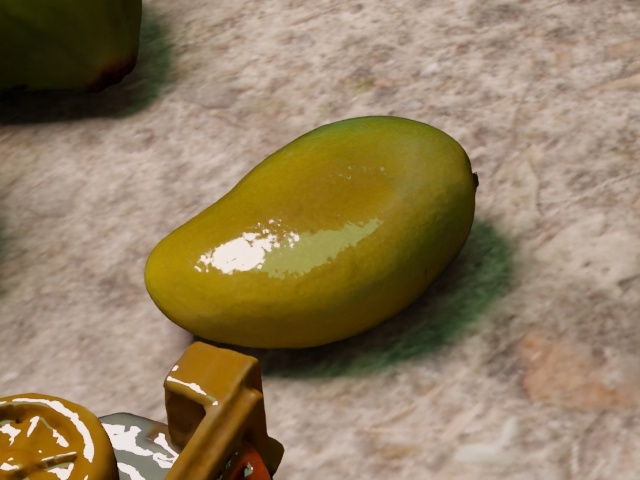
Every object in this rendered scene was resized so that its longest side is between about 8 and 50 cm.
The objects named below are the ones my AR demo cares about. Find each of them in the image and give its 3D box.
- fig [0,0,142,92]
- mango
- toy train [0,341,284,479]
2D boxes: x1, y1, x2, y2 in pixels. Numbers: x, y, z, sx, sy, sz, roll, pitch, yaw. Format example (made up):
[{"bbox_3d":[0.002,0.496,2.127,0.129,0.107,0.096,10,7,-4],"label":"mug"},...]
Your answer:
[{"bbox_3d":[-0.219,-0.176,1.018,0.203,0.203,0.225,-37,81,-32],"label":"fig"},{"bbox_3d":[0.004,0.001,0.858,0.191,0.085,0.122,-38,60,-20],"label":"mango"},{"bbox_3d":[-0.079,0.214,0.549,0.231,0.163,0.369,16,46,19],"label":"toy train"}]
